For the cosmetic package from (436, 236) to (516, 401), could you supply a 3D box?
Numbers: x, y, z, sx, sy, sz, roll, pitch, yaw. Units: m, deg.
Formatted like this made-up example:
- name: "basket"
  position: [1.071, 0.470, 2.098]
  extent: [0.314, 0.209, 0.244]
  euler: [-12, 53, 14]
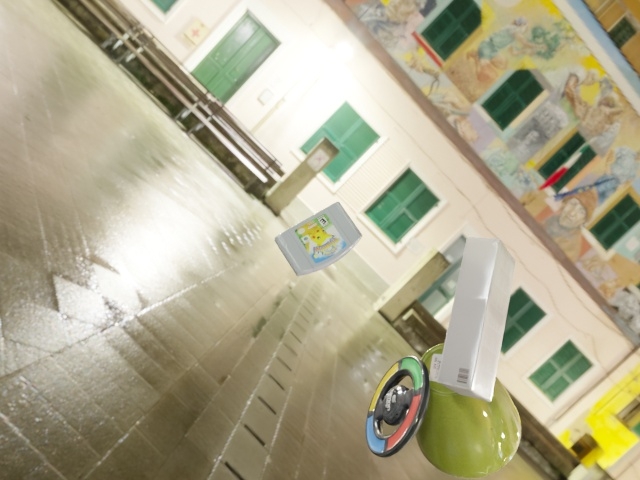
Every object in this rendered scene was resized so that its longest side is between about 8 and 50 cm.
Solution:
- name: "cosmetic package"
  position: [0.251, 0.123, 0.818]
  extent: [0.060, 0.239, 0.099]
  euler: [2, -24, 40]

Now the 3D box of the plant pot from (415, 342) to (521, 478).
- name: "plant pot"
  position: [0.335, 0.390, 1.260]
  extent: [0.275, 0.274, 0.293]
  euler: [51, -9, 48]

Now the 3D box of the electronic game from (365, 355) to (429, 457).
- name: "electronic game"
  position: [0.167, 0.364, 1.137]
  extent: [0.048, 0.229, 0.229]
  euler: [29, 9, -11]

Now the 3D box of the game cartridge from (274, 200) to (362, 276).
- name: "game cartridge"
  position: [0.000, 0.000, 0.544]
  extent: [0.056, 0.083, 0.017]
  euler: [56, -13, 12]
